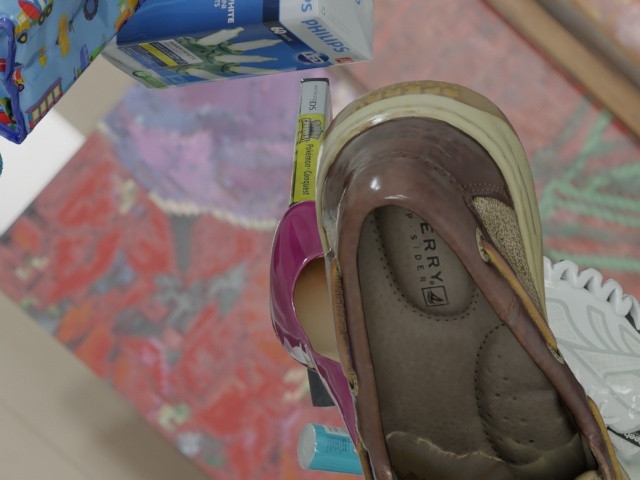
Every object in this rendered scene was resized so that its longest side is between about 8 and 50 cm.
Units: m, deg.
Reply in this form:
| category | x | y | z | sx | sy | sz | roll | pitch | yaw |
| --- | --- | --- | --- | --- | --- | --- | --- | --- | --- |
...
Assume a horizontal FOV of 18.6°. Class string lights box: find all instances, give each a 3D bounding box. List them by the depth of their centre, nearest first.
| category | x | y | z | sx | sy | sz | roll | pitch | yaw |
| --- | --- | --- | --- | --- | --- | --- | --- | --- | --- |
| string lights box | -0.089 | -0.222 | 1.982 | 0.259 | 0.133 | 0.077 | -5 | 73 | 25 |

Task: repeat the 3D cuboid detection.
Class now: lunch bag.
| category | x | y | z | sx | sy | sz | roll | pitch | yaw |
| --- | --- | --- | --- | --- | --- | --- | --- | --- | --- |
| lunch bag | -0.335 | -0.242 | 1.734 | 0.221 | 0.293 | 0.138 | -56 | -22 | -39 |

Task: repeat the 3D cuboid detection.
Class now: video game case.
| category | x | y | z | sx | sy | sz | roll | pitch | yaw |
| --- | --- | --- | --- | --- | --- | --- | --- | --- | --- |
| video game case | 0.000 | 0.000 | 2.163 | 0.248 | 0.035 | 0.275 | -86 | -8 | -53 |

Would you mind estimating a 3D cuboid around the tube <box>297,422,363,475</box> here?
| category | x | y | z | sx | sy | sz | roll | pitch | yaw |
| --- | --- | --- | --- | --- | --- | --- | --- | --- | --- |
| tube | 0.078 | 0.248 | 2.255 | 0.080 | 0.207 | 0.052 | -105 | 32 | -48 |

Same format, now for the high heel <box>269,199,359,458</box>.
| category | x | y | z | sx | sy | sz | roll | pitch | yaw |
| --- | --- | --- | --- | --- | --- | --- | --- | --- | --- |
| high heel | 0.042 | 0.060 | 1.563 | 0.127 | 0.377 | 0.181 | -15 | -42 | -13 |

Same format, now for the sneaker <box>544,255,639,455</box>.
| category | x | y | z | sx | sy | sz | roll | pitch | yaw |
| --- | --- | --- | --- | --- | --- | --- | --- | --- | --- |
| sneaker | 0.226 | 0.103 | 1.600 | 0.110 | 0.292 | 0.118 | -44 | 25 | 60 |

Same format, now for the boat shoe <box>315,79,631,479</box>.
| category | x | y | z | sx | sy | sz | roll | pitch | yaw |
| --- | --- | --- | --- | --- | --- | --- | --- | --- | --- |
| boat shoe | 0.072 | 0.107 | 0.827 | 0.123 | 0.342 | 0.123 | -10 | 24 | 10 |

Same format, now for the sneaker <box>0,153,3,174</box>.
| category | x | y | z | sx | sy | sz | roll | pitch | yaw |
| --- | --- | --- | --- | --- | --- | --- | --- | --- | --- |
| sneaker | -0.410 | -0.163 | 2.088 | 0.087 | 0.229 | 0.092 | -20 | 19 | -18 |
